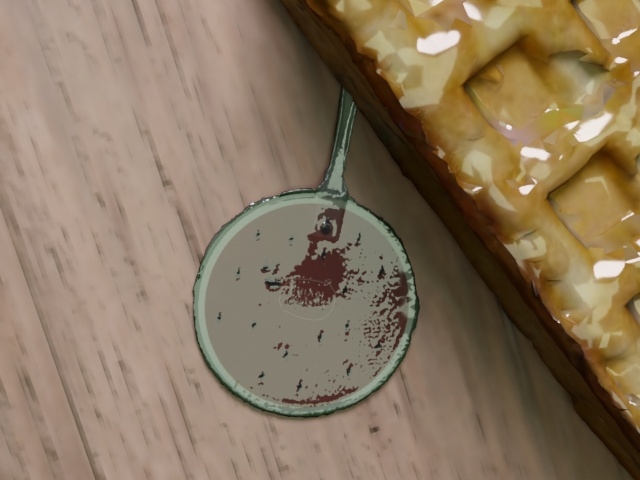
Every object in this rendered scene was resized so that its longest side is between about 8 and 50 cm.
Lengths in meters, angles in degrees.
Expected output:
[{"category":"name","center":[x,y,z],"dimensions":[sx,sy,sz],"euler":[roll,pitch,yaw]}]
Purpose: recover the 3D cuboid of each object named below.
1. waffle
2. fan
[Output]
[{"category":"waffle","center":[0.143,-0.046,0.600],"dimensions":[0.213,0.091,0.308],"euler":[-40,105,-6]},{"category":"fan","center":[0.000,0.000,0.618],"dimensions":[0.085,0.005,0.133],"euler":[11,96,-13]}]
